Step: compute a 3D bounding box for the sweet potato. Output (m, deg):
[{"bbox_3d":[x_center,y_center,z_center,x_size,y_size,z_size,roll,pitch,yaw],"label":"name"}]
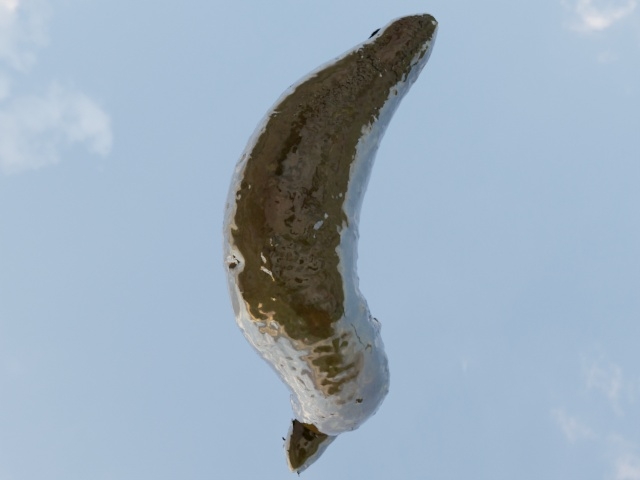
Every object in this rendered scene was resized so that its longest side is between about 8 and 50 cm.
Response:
[{"bbox_3d":[-0.003,0.002,0.680,0.098,0.124,0.310,10,-86,50],"label":"sweet potato"}]
